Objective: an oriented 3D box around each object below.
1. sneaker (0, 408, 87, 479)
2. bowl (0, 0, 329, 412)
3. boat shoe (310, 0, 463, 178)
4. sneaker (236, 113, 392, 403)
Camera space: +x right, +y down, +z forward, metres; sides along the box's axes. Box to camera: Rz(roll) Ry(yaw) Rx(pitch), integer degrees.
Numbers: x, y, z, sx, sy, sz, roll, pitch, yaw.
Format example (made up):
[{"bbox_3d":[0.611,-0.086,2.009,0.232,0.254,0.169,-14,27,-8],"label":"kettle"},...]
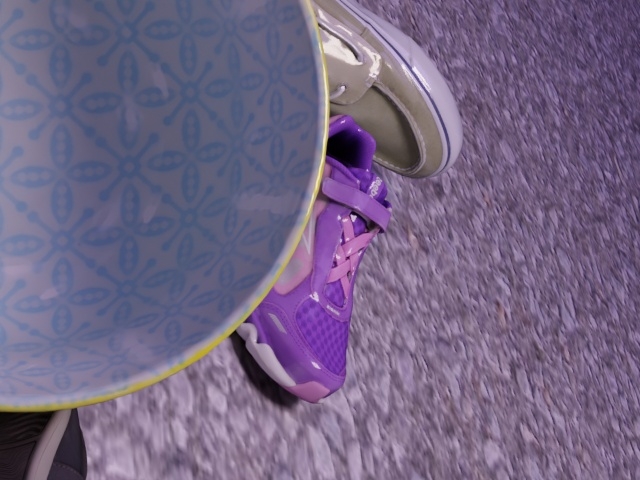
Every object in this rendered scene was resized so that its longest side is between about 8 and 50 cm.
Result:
[{"bbox_3d":[-0.143,0.152,0.763,0.222,0.083,0.118,-94,169,-59],"label":"sneaker"},{"bbox_3d":[-0.155,-0.060,0.798,0.289,0.289,0.156,61,-18,-3],"label":"bowl"},{"bbox_3d":[-0.011,-0.145,1.289,0.302,0.109,0.094,44,45,-17],"label":"boat shoe"},{"bbox_3d":[0.000,0.000,1.133,0.095,0.104,0.236,42,32,-39],"label":"sneaker"}]
